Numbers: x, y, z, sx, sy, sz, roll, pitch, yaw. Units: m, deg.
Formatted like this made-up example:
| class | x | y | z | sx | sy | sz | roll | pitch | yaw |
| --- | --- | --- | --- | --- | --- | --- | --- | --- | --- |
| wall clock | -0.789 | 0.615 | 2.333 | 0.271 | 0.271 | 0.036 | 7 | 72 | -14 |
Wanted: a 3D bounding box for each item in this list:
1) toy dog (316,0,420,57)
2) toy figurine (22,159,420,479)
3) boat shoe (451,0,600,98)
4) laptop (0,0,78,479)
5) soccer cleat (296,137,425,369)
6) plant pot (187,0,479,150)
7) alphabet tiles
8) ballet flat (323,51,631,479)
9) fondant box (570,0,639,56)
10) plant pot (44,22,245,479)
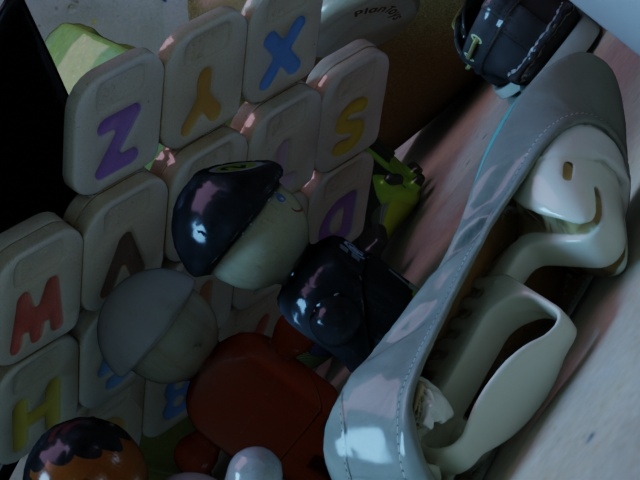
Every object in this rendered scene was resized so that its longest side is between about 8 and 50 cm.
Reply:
| class | x | y | z | sx | sy | sz | roll | pitch | yaw |
| --- | --- | --- | --- | --- | --- | --- | --- | --- | --- |
| toy dog | 0.092 | -0.252 | 1.104 | 0.334 | 0.220 | 0.161 | -41 | -16 | 2 |
| toy figurine | -0.054 | 0.090 | 0.799 | 0.209 | 0.148 | 0.213 | -56 | 6 | -28 |
| boat shoe | 0.123 | -0.138 | 1.173 | 0.081 | 0.069 | 0.228 | -53 | 6 | 5 |
| laptop | -0.285 | 0.093 | 0.941 | 0.408 | 0.236 | 0.382 | 7 | 64 | 45 |
| soccer cleat | -0.001 | -0.001 | 1.226 | 0.121 | 0.093 | 0.289 | -53 | 5 | 23 |
| plant pot | 0.066 | -0.204 | 1.433 | 0.254 | 0.237 | 0.237 | -26 | 23 | 44 |
| alphabet tiles | -0.066 | 0.001 | 0.950 | 0.284 | 0.021 | 0.278 | -33 | -34 | -38 |
| ballet flat | 0.079 | 0.016 | 0.688 | 0.068 | 0.072 | 0.213 | 4 | 53 | 50 |
| fondant box | 0.166 | -0.289 | 0.888 | 0.330 | 0.238 | 0.096 | -55 | 6 | -20 |
| plant pot | -0.149 | -0.001 | 1.245 | 0.276 | 0.276 | 0.253 | -131 | 66 | -84 |
